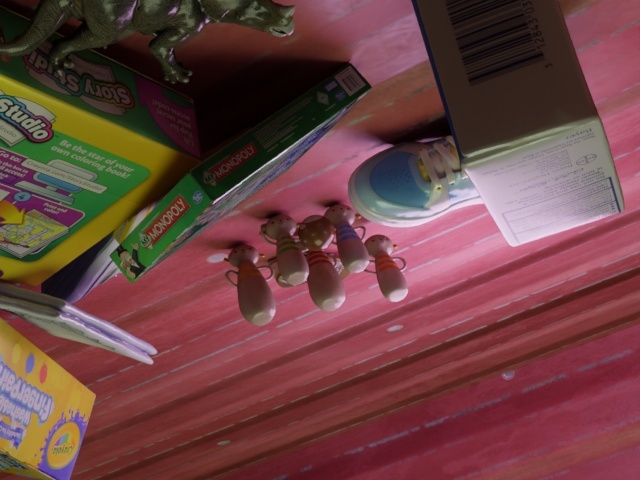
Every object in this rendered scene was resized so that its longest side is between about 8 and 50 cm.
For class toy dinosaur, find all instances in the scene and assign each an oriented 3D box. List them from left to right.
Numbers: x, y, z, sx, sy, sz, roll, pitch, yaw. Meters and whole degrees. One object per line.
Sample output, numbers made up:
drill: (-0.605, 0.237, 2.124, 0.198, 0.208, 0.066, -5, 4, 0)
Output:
toy dinosaur: (-0.187, -0.240, 1.182, 0.314, 0.121, 0.160, 1, 141, -23)

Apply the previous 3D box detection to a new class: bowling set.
bowling set: (0.000, 0.000, 1.831, 0.287, 0.154, 0.199, -8, 138, -13)

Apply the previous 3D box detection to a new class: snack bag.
snack bag: (-0.424, 0.085, 1.602, 0.343, 0.037, 0.323, 15, 169, 16)

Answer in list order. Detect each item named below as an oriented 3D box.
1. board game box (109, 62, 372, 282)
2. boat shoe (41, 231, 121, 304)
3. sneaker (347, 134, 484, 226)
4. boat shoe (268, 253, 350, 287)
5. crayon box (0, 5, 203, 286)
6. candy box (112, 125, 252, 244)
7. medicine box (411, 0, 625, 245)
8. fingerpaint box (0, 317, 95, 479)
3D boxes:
board game box: (-0.093, -0.084, 1.441, 0.317, 0.046, 0.213, -40, -179, -44)
boat shoe: (-0.300, 0.028, 1.632, 0.076, 0.083, 0.226, 7, 148, -41)
sneaker: (0.202, -0.125, 1.640, 0.319, 0.127, 0.208, -15, 162, -25)
boat shoe: (-0.015, 0.045, 2.018, 0.153, 0.048, 0.056, -9, 134, -31)
crayon box: (-0.367, -0.101, 1.300, 0.313, 0.106, 0.363, -33, 144, 30)
candy box: (-0.172, -0.070, 1.542, 0.206, 0.027, 0.105, -35, 172, -33)
medicine box: (0.223, -0.170, 1.356, 0.149, 0.263, 0.289, -19, 157, 12)
fingerpaint box: (-0.573, 0.199, 1.707, 0.371, 0.163, 0.445, 11, 161, 12)
